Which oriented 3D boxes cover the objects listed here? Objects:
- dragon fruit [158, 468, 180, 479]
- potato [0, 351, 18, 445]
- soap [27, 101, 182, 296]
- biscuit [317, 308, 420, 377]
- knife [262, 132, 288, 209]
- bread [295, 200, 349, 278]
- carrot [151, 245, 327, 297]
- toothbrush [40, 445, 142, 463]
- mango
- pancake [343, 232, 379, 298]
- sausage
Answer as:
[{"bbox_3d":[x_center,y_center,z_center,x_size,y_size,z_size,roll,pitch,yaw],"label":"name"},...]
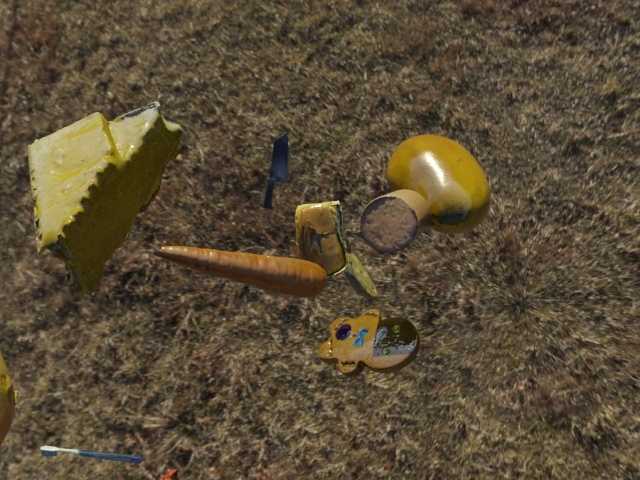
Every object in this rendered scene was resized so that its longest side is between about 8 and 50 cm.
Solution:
[{"bbox_3d":[-0.180,0.271,0.475,0.110,0.153,0.153,3,85,5],"label":"dragon fruit"},{"bbox_3d":[-0.319,0.111,0.440,0.137,0.137,0.176,-35,79,13],"label":"potato"},{"bbox_3d":[-0.397,-0.097,1.118,0.304,0.169,0.339,-25,54,-3],"label":"soap"},{"bbox_3d":[0.108,0.225,1.250,0.236,0.039,0.180,-2,43,32],"label":"biscuit"},{"bbox_3d":[-0.123,-0.199,1.631,0.060,0.028,0.230,9,105,-8],"label":"knife"},{"bbox_3d":[0.000,0.000,0.788,0.072,0.053,0.106,-4,96,9],"label":"bread"},{"bbox_3d":[-0.084,0.032,0.634,0.048,0.216,0.048,-26,58,51],"label":"carrot"},{"bbox_3d":[-0.482,0.452,1.182,0.219,0.016,0.019,4,102,3],"label":"toothbrush"},{"bbox_3d":[0.323,-0.147,1.526,0.263,0.378,0.221,10,122,-15],"label":"mango"},{"bbox_3d":[0.095,0.080,1.627,0.050,0.242,0.242,-31,75,13],"label":"pancake"},{"bbox_3d":[0.176,-0.050,1.254,0.123,0.253,0.123,3,99,18],"label":"sausage"}]
